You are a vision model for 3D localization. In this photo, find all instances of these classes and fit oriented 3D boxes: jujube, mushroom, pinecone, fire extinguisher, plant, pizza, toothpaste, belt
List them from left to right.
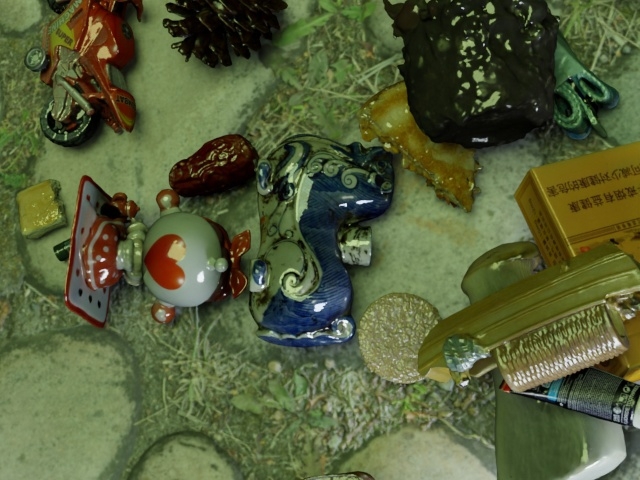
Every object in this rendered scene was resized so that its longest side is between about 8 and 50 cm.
[{"bbox_3d":[-0.338,-0.001,1.840,0.083,0.025,0.038,-26,44,8],"label":"fire extinguisher"},{"bbox_3d":[-0.148,-0.101,1.783,0.129,0.077,0.077,-21,68,9],"label":"jujube"},{"bbox_3d":[-0.143,-0.318,1.815,0.165,0.163,0.163,-45,64,19],"label":"pinecone"},{"bbox_3d":[0.152,-0.121,1.700,0.188,0.062,0.199,-16,78,-17],"label":"pizza"},{"bbox_3d":[0.195,-0.235,1.619,0.204,0.178,0.234,-31,60,52],"label":"plant"},{"bbox_3d":[0.249,0.156,1.551,0.159,0.122,0.329,-14,67,-8],"label":"mushroom"},{"bbox_3d":[0.294,-0.263,1.699,0.087,0.072,0.302,-32,67,12],"label":"belt"},{"bbox_3d":[0.303,0.166,1.457,0.193,0.045,0.071,16,65,26],"label":"toothpaste"}]

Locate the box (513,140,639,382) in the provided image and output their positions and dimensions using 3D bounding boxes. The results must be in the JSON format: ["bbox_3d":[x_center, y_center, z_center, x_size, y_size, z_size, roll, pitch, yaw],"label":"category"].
[{"bbox_3d":[0.368,0.024,1.546,0.174,0.076,0.274,-15,66,-16],"label":"box"}]

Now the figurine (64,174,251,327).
[{"bbox_3d":[-0.201,0.019,1.728,0.226,0.160,0.183,1,74,12],"label":"figurine"}]

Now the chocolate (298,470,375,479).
[{"bbox_3d":[-0.024,0.372,1.584,0.214,0.093,0.148,-14,68,12],"label":"chocolate"}]

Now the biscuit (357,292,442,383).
[{"bbox_3d":[0.104,0.124,1.641,0.120,0.015,0.120,2,80,-10],"label":"biscuit"}]

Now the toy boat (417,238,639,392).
[{"bbox_3d":[0.254,0.099,1.440,0.310,0.089,0.115,-26,63,19],"label":"toy boat"}]

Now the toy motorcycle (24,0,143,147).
[{"bbox_3d":[-0.338,-0.282,1.894,0.171,0.089,0.298,-9,70,16],"label":"toy motorcycle"}]

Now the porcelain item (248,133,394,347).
[{"bbox_3d":[0.000,0.000,1.688,0.186,0.138,0.288,3,68,0],"label":"porcelain item"}]

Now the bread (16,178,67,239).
[{"bbox_3d":[-0.405,-0.045,1.870,0.070,0.035,0.083,-26,61,8],"label":"bread"}]
